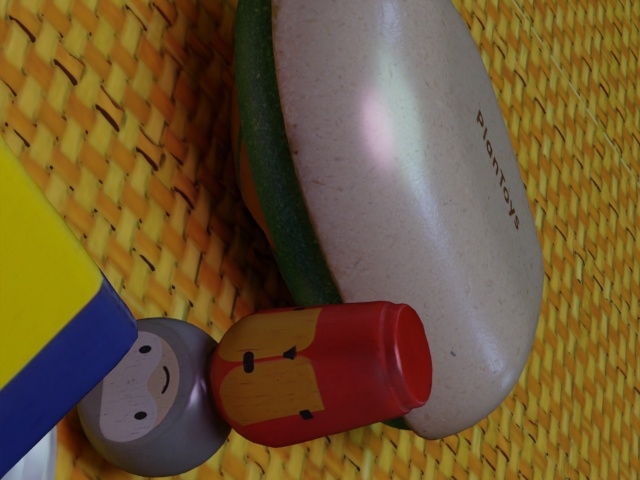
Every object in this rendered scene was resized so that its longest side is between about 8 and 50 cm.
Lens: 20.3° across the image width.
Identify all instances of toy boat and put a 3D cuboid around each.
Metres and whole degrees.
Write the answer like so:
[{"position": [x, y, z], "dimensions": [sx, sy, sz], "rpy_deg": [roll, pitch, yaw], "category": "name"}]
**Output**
[{"position": [0.000, 0.000, 0.840], "dimensions": [0.318, 0.148, 0.267], "rpy_deg": [-61, 135, -60], "category": "toy boat"}]

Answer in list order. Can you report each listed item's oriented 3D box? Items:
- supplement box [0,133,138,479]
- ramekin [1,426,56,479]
[{"position": [-0.214, -0.056, 0.273], "dimensions": [0.195, 0.194, 0.356], "rpy_deg": [-45, 143, -13], "category": "supplement box"}, {"position": [-0.172, 0.054, 0.534], "dimensions": [0.207, 0.109, 0.207], "rpy_deg": [32, 51, -51], "category": "ramekin"}]
